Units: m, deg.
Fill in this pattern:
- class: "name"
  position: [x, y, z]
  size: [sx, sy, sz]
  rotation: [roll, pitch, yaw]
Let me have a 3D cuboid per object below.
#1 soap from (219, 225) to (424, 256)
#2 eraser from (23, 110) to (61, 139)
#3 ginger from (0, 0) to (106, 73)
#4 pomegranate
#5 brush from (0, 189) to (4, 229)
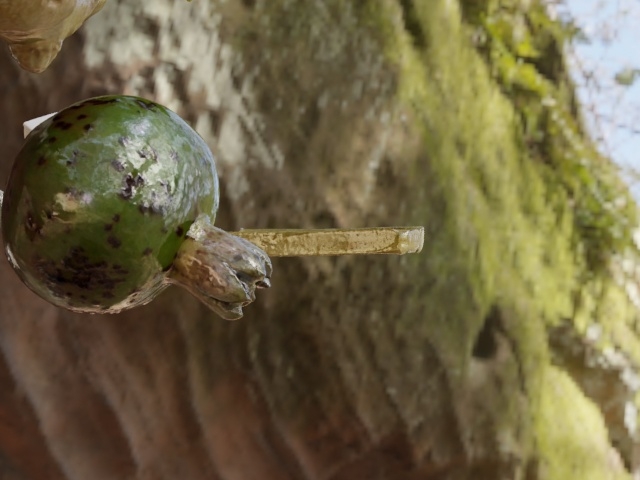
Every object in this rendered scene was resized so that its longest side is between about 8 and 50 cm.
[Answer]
- class: "soap"
  position: [0.000, 0.001, 1.875]
  size: [0.252, 0.037, 0.092]
  rotation: [0, 3, 20]
- class: "eraser"
  position: [-0.281, -0.072, 1.953]
  size: [0.298, 0.078, 0.076]
  rotation: [37, -44, 41]
- class: "ginger"
  position: [-0.274, -0.258, 1.312]
  size: [0.126, 0.189, 0.354]
  rotation: [7, -7, 17]
- class: "pomegranate"
  position: [-0.157, -0.016, 1.284]
  size: [0.248, 0.202, 0.202]
  rotation: [31, -22, 11]
- class: "brush"
  position: [-0.258, 0.002, 1.458]
  size: [0.028, 0.034, 0.190]
  rotation: [8, -21, 48]
